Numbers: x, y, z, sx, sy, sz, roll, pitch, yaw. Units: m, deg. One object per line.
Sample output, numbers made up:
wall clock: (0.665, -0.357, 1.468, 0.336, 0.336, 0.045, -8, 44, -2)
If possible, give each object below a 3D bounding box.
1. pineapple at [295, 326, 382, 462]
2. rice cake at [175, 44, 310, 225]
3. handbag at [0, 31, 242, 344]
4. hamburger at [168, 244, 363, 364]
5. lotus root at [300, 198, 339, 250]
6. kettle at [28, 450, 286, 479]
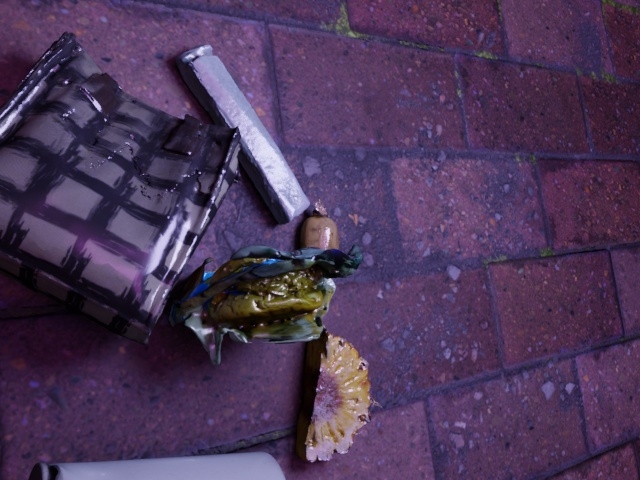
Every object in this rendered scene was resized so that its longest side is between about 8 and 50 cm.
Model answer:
pineapple: (0.034, 0.270, 1.042, 0.135, 0.079, 0.233, 10, 81, -23)
rice cake: (-0.130, -0.181, 1.024, 0.066, 0.063, 0.336, -39, 103, -35)
handbag: (-0.301, -0.073, 0.814, 0.325, 0.162, 0.327, 29, 62, -11)
hamburger: (-0.078, 0.092, 0.888, 0.260, 0.276, 0.151, -6, 82, -41)
lotus root: (0.000, 0.000, 1.077, 0.072, 0.063, 0.152, 3, 83, -23)
kettle: (-0.228, 0.408, 0.793, 0.317, 0.265, 0.205, 10, 44, -32)
